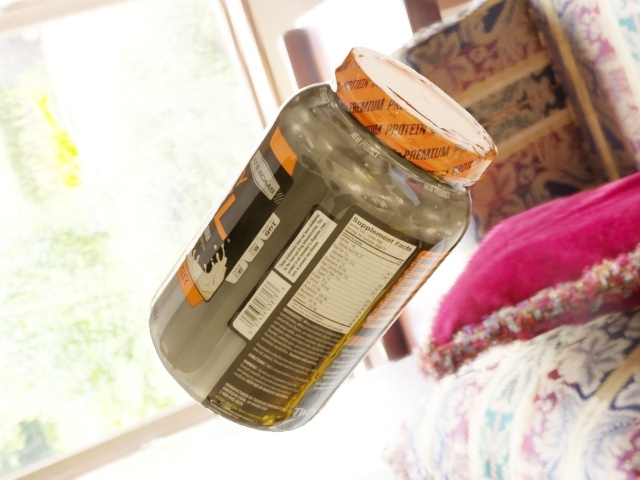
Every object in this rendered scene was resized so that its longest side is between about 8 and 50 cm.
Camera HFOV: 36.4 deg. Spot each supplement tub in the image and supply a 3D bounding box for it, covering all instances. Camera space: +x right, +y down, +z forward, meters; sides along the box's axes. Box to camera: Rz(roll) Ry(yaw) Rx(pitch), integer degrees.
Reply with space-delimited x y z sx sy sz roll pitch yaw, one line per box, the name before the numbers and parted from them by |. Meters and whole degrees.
supplement tub | 0.000 0.000 0.517 0.190 0.117 0.117 -53 50 22
